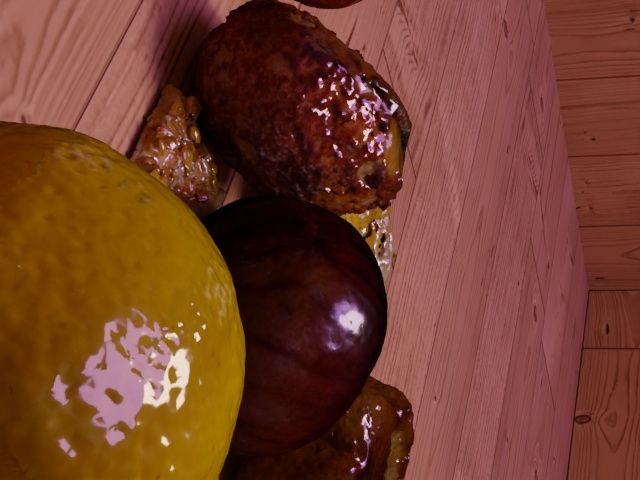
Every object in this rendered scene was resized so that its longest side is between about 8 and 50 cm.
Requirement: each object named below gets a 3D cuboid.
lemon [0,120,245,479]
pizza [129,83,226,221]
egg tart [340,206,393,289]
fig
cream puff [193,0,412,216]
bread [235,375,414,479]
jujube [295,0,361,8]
[{"bbox_3d":[-0.174,0.070,0.759,0.293,0.293,0.293,-1,90,-71],"label":"lemon"},{"bbox_3d":[-0.126,-0.076,1.264,0.178,0.041,0.131,46,45,-64],"label":"pizza"},{"bbox_3d":[0.000,0.000,1.546,0.291,0.107,0.291,4,90,-72],"label":"egg tart"},{"bbox_3d":[-0.051,0.068,1.223,0.214,0.235,0.235,44,33,-10],"label":"fig"},{"bbox_3d":[-0.022,-0.116,1.328,0.164,0.240,0.240,-55,150,-14],"label":"cream puff"},{"bbox_3d":[0.006,0.241,1.463,0.232,0.135,0.247,-12,115,-65],"label":"bread"},{"bbox_3d":[-0.008,-0.366,1.438,0.255,0.190,0.190,60,33,-42],"label":"jujube"}]
